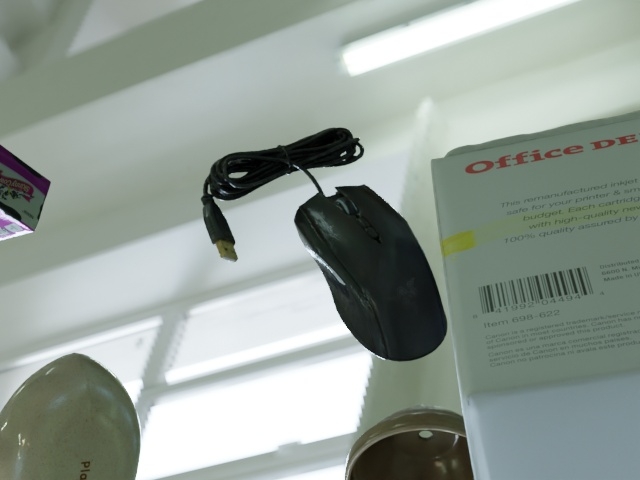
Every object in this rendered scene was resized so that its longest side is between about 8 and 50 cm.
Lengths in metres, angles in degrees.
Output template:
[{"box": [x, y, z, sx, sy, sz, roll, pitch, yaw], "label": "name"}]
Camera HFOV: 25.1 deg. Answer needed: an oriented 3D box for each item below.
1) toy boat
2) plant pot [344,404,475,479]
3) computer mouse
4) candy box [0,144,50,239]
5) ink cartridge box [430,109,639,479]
[{"box": [-0.369, 0.253, 1.700, 0.318, 0.148, 0.267, 6, -78, -33], "label": "toy boat"}, {"box": [0.156, 0.322, 2.121, 0.237, 0.237, 0.109, 58, -158, -30], "label": "plant pot"}, {"box": [0.000, 0.000, 1.308, 0.060, 0.184, 0.262, 107, 144, -54], "label": "computer mouse"}, {"box": [-0.437, -0.055, 1.582, 0.159, 0.233, 0.071, 40, -129, -39], "label": "candy box"}, {"box": [0.247, 0.054, 1.165, 0.384, 0.279, 0.160, -88, -14, -60], "label": "ink cartridge box"}]
